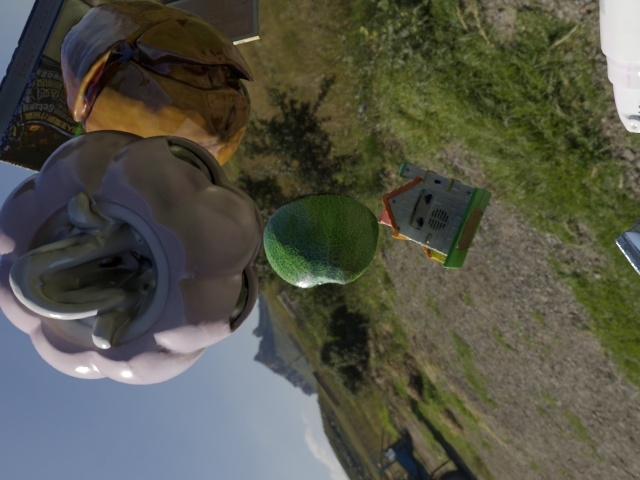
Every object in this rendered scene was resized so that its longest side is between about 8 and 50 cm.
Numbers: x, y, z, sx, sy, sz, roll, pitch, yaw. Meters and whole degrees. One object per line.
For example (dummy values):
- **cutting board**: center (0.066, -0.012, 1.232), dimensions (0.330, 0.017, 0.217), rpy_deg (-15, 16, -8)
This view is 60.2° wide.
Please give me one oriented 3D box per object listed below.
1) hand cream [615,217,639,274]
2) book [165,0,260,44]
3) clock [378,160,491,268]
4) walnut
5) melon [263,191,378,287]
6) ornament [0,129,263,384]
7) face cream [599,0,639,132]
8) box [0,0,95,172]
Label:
- **hand cream**: center (0.526, -0.059, 0.783), dimensions (0.088, 0.256, 0.055), rpy_deg (46, 178, -16)
- **book**: center (-0.256, -0.515, 1.292), dimensions (0.018, 0.241, 0.170), rpy_deg (51, -147, -65)
- **clock**: center (0.295, -0.075, 1.494), dimensions (0.255, 0.220, 0.106), rpy_deg (28, -168, 34)
- **walnut**: center (-0.224, -0.200, 0.704), dimensions (0.336, 0.209, 0.209), rpy_deg (33, 161, 40)
- **melon**: center (0.000, 0.000, 1.177), dimensions (0.129, 0.264, 0.169), rpy_deg (79, -176, -51)
- **ornament**: center (-0.128, 0.011, 0.380), dimensions (0.178, 0.177, 0.177), rpy_deg (55, 174, 8)
- **face cream**: center (0.314, -0.270, 0.515), dimensions (0.102, 0.102, 0.346), rpy_deg (48, 167, 52)
- **box**: center (-0.457, -0.269, 1.002), dimensions (0.084, 0.310, 0.198), rpy_deg (27, -176, 27)
